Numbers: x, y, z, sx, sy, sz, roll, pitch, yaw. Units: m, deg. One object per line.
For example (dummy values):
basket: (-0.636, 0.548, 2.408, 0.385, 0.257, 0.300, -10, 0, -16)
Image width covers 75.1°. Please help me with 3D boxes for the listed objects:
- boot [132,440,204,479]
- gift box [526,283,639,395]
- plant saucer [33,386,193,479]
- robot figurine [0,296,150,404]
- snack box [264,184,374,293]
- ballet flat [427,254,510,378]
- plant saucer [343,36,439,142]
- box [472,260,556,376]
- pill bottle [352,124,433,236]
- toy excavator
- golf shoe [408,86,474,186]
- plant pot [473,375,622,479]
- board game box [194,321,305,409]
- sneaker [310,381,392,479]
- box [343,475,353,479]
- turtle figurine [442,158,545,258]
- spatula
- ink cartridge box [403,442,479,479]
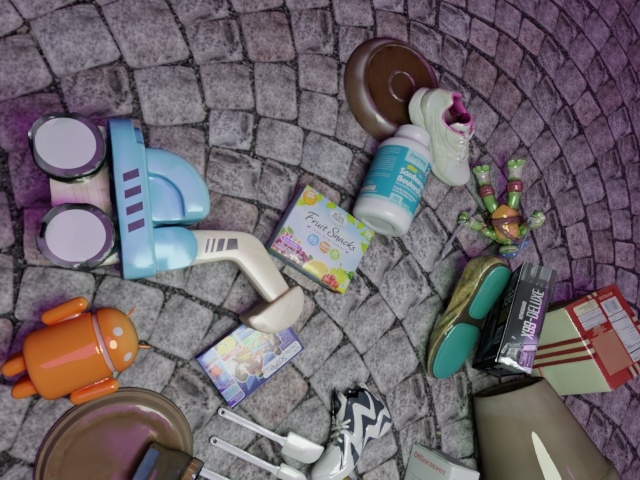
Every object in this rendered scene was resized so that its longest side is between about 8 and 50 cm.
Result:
boot: (-0.314, 0.486, 0.766, 0.106, 0.082, 0.219, 29, 78, 4)
gift box: (0.705, 0.265, 1.168, 0.255, 0.258, 0.277, -10, 69, -22)
plant saucer: (-0.383, 0.425, 0.791, 0.277, 0.041, 0.278, 2, 84, -24)
robot figurine: (-0.429, 0.196, 0.744, 0.219, 0.128, 0.158, -19, 61, -24)
snack box: (0.000, 0.000, 0.982, 0.207, 0.070, 0.175, 35, 73, -18)
ballet flat: (0.366, 0.193, 1.088, 0.123, 0.123, 0.349, 23, 100, -20)
plant saucer: (0.211, -0.410, 1.129, 0.310, 0.050, 0.311, 3, 83, -24)
box: (0.477, 0.212, 1.048, 0.076, 0.307, 0.243, 18, 75, 16)
pill bottle: (0.189, -0.154, 1.038, 0.146, 0.146, 0.264, 28, 75, -19)
toy excavator: (-0.261, -0.012, 0.794, 0.444, 0.222, 0.433, -7, 88, -26)
golf shoe: (0.343, -0.259, 1.092, 0.115, 0.140, 0.306, -50, 123, -18)
plant pot: (0.535, 0.513, 1.061, 0.323, 0.323, 0.281, -9, 71, -24)
board game box: (-0.150, 0.246, 0.911, 0.201, 0.035, 0.136, -35, 98, -22)
sneaker: (0.044, 0.420, 0.948, 0.235, 0.094, 0.153, -32, 95, -21)
box: (0.020, 0.701, 0.863, 0.289, 0.177, 0.279, -32, 97, -23)
turtle figurine: (0.489, -0.086, 1.136, 0.274, 0.197, 0.267, 2, 81, -27)
spatula: (-0.133, 0.467, 0.870, 0.242, 0.019, 0.168, 26, 79, -4)
ink cartridge box: (0.270, 0.620, 0.990, 0.093, 0.154, 0.213, 22, 76, -20)
